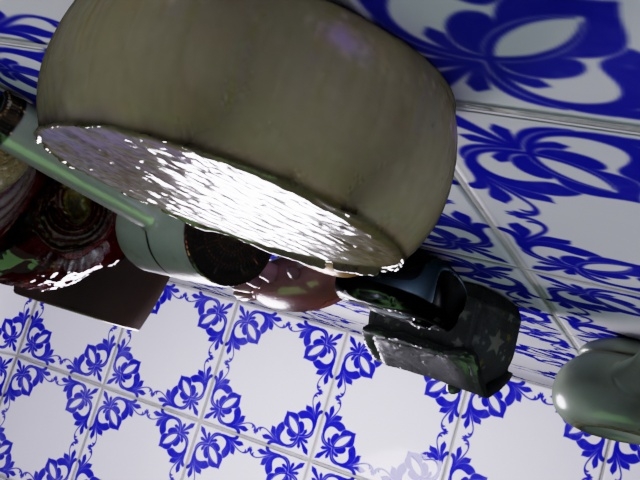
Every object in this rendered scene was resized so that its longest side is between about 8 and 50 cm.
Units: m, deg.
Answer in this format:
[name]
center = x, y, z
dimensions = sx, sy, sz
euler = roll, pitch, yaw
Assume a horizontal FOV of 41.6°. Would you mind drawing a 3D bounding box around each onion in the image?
[onion]
center = -0.379, -0.025, 1.186
dimensions = 0.216, 0.207, 0.206
euler = 17, 170, 44

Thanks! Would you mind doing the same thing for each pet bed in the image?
[pet bed]
center = 0.183, 0.149, 1.306
dimensions = 0.210, 0.159, 0.183
euler = 10, 169, 34

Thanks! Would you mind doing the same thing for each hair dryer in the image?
[hair dryer]
center = -0.239, -0.066, 0.976
dimensions = 0.362, 0.128, 0.203
euler = 32, 165, -34

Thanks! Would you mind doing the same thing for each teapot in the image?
[teapot]
center = 0.510, 0.241, 1.292
dimensions = 0.318, 0.149, 0.220
euler = 22, 163, -27

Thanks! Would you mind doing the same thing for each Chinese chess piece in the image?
[Chinese chess piece]
center = -0.046, -0.068, 0.550
dimensions = 0.270, 0.112, 0.270
euler = 17, 170, 3

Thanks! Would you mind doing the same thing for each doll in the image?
[doll]
center = -0.038, 0.071, 1.400
dimensions = 0.211, 0.093, 0.262
euler = 10, 162, -42

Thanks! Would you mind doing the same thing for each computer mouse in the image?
[computer mouse]
center = 0.110, 0.058, 1.098
dimensions = 0.137, 0.096, 0.233
euler = 19, 177, 25

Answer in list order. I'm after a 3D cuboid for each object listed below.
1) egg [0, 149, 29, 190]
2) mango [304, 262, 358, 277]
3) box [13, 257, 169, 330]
[egg]
center = -0.409, -0.113, 0.990
dimensions = 0.140, 0.118, 0.116
euler = 13, -140, -47
[mango]
center = 0.000, 0.000, 1.009
dimensions = 0.190, 0.075, 0.098
euler = 13, 156, 48
[box]
center = -0.385, 0.024, 1.456
dimensions = 0.300, 0.216, 0.301
euler = 18, 173, 2
